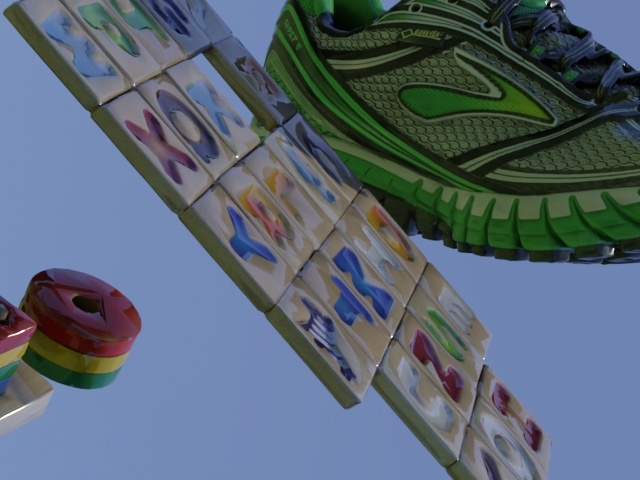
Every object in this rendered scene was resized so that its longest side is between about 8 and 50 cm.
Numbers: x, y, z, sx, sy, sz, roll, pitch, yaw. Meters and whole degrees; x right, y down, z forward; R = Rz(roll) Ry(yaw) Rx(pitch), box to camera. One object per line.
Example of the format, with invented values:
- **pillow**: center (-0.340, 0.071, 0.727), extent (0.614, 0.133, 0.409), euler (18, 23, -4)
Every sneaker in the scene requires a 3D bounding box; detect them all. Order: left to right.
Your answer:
- **sneaker**: center (0.094, -0.066, 0.941), extent (0.344, 0.134, 0.146), euler (9, -81, 39)

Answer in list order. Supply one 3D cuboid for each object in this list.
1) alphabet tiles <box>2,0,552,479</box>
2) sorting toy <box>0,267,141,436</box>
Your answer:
- **alphabet tiles**: center (0.000, 0.000, 0.679), extent (0.009, 0.237, 0.198), euler (-40, -177, 14)
- **sorting toy**: center (-0.174, 0.024, 0.653), extent (0.132, 0.274, 0.046), euler (36, -64, 16)
